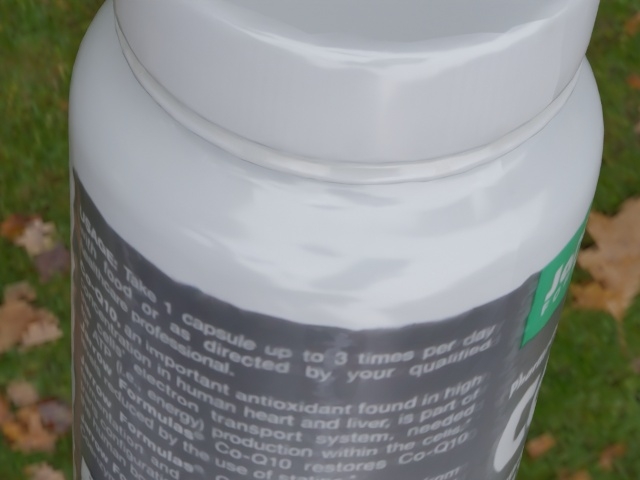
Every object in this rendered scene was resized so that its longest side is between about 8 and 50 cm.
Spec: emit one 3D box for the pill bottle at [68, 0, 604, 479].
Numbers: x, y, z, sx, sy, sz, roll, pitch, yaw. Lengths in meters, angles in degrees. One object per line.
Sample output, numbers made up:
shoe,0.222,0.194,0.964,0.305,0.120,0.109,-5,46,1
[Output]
pill bottle,0.000,0.000,0.807,0.204,0.204,0.361,-8,140,-13
